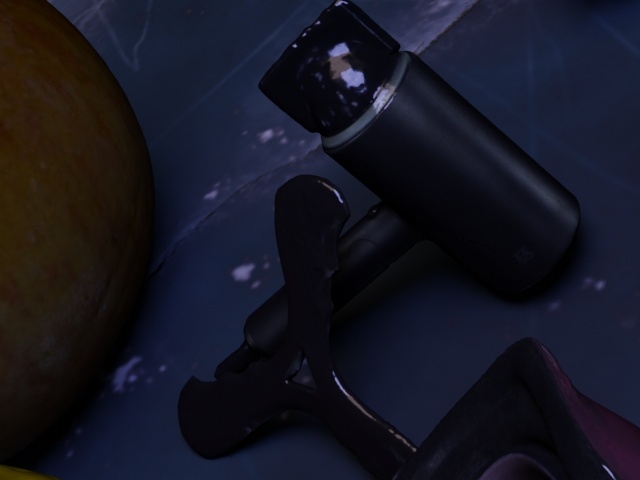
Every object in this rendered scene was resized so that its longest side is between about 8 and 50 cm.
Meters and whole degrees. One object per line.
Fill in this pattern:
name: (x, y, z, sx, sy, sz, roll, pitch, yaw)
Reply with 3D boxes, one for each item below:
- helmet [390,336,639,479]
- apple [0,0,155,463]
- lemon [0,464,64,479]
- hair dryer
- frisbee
helmet: (0.117, 0.183, 0.551, 0.198, 0.154, 0.253, -56, 16, 38)
apple: (-0.315, -0.021, 0.879, 0.400, 0.333, 0.400, -18, 46, 20)
lemon: (-0.163, 0.271, 0.515, 0.350, 0.350, 0.387, -34, 46, 2)
hair dryer: (0.000, 0.000, 0.793, 0.248, 0.195, 0.078, -43, 22, 23)
frisbee: (0.002, 0.083, 0.751, 0.187, 0.012, 0.211, 41, 122, 29)
